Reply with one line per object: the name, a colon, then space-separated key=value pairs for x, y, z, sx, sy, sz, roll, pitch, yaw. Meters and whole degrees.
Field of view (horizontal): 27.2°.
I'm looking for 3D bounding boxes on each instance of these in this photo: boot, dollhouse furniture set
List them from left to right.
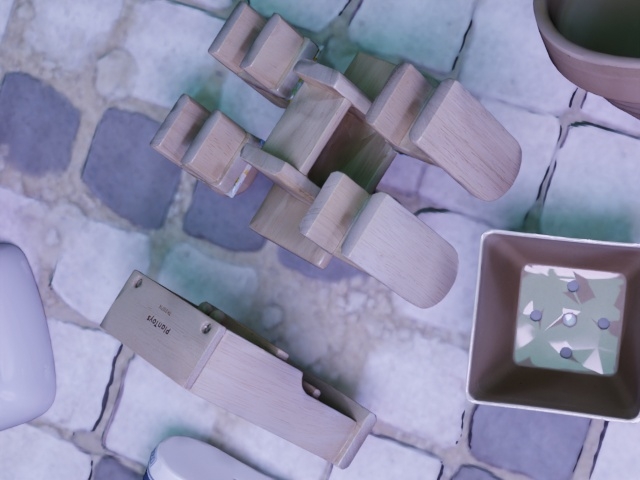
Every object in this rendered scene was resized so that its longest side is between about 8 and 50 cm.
boot: x=-0.045 y=0.216 z=0.925 sx=0.190 sy=0.069 sz=0.086 roll=30 pitch=117 yaw=9
dollhouse furniture set: x=0.000 y=0.000 z=0.860 sx=0.212 sy=0.161 sz=0.242 roll=28 pitch=85 yaw=45

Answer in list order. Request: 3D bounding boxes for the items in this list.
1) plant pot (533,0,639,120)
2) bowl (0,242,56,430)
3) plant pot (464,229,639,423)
plant pot: x=0.258 y=-0.134 z=0.801 sx=0.237 sy=0.237 sz=0.109 roll=-21 pitch=124 yaw=13
bowl: x=-0.276 y=0.079 z=0.983 sx=0.142 sy=0.053 sz=0.142 roll=-15 pitch=86 yaw=12
plant pot: x=0.159 y=0.053 z=0.853 sx=0.109 sy=0.096 sz=0.109 roll=6 pitch=90 yaw=15
